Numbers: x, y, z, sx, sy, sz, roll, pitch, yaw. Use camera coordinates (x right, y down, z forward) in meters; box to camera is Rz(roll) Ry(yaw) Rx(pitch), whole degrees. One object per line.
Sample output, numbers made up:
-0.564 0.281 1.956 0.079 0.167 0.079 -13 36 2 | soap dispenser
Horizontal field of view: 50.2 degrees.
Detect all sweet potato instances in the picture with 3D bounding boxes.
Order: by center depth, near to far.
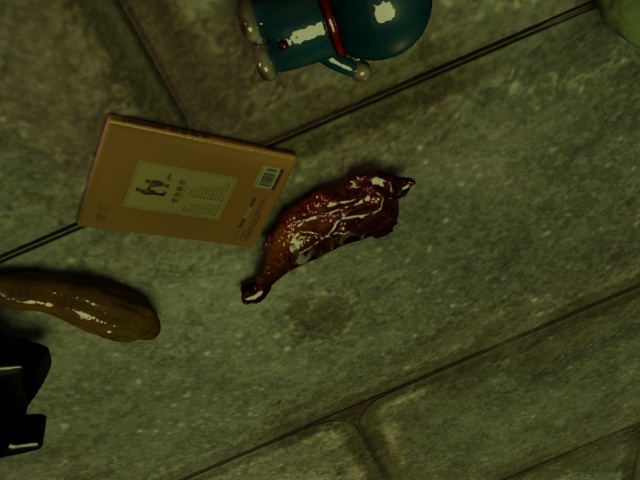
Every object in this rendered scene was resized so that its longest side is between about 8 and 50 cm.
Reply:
-0.226 0.062 0.653 0.182 0.054 0.053 24 111 -36 | sweet potato

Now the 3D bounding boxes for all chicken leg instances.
-0.001 -0.004 0.683 0.219 0.048 0.089 -31 134 9 | chicken leg

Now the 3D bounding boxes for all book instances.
-0.119 -0.047 0.617 0.172 0.012 0.118 8 129 -30 | book

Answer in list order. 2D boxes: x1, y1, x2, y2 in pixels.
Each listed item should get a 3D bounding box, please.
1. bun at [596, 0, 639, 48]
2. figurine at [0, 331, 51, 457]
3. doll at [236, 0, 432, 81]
0.325 -0.238 0.529 0.204 0.126 0.212 -12 137 -8 | bun
-0.396 0.152 0.608 0.309 0.143 0.308 -6 152 -3 | figurine
0.018 -0.170 0.504 0.152 0.085 0.114 -18 127 10 | doll
